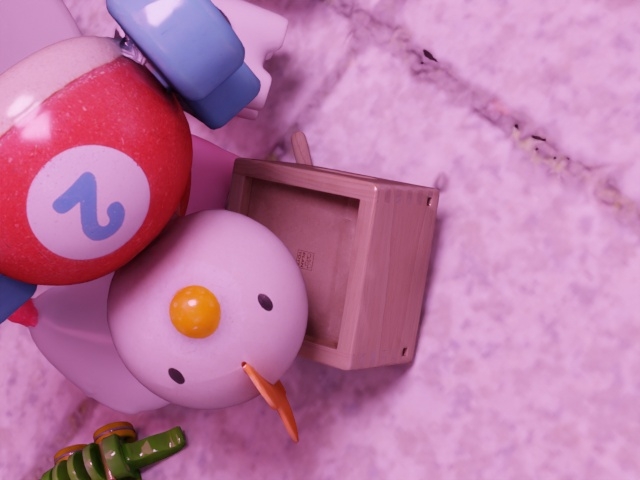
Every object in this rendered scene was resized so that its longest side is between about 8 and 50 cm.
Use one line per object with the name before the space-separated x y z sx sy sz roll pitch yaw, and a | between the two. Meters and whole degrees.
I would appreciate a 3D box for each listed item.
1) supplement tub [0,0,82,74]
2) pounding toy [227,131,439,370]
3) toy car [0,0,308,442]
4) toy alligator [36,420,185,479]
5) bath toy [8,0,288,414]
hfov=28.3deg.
supplement tub | -0.346 -0.076 0.947 0.316 0.228 0.228 -20 66 25
pounding toy | 0.000 0.000 0.804 0.141 0.100 0.130 13 97 36
toy car | -0.083 0.015 0.689 0.219 0.210 0.238 -42 88 -1
toy alligator | -0.177 0.173 0.874 0.189 0.051 0.056 -31 61 20
bath toy | -0.116 -0.060 0.859 0.129 0.151 0.348 16 85 -10
